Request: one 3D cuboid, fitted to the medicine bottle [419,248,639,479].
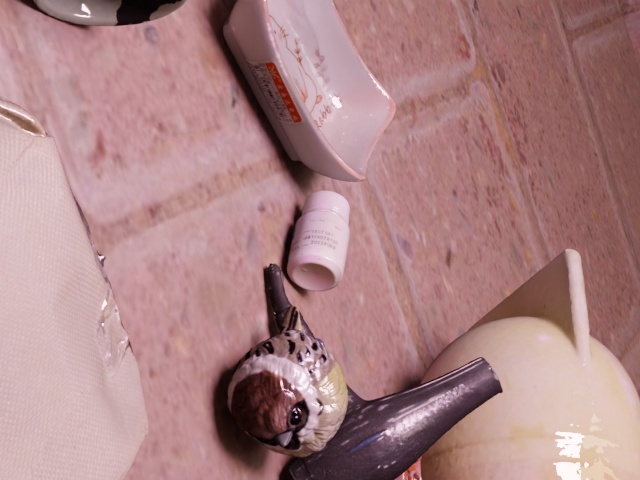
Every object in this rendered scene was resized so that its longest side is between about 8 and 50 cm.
[{"bbox_3d":[0.203,0.231,1.289,0.235,0.235,0.406,40,44,-48],"label":"medicine bottle"}]

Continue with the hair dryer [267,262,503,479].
[{"bbox_3d":[0.024,0.100,1.145,0.219,0.195,0.075,57,-8,16],"label":"hair dryer"}]

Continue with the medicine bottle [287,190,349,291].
[{"bbox_3d":[0.000,0.000,1.227,0.052,0.052,0.089,52,35,-37],"label":"medicine bottle"}]

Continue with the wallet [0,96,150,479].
[{"bbox_3d":[-0.207,0.064,0.792,0.275,0.068,0.335,-51,128,-54],"label":"wallet"}]

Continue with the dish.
[{"bbox_3d":[-0.018,-0.165,1.255,0.212,0.077,0.151,61,31,-25],"label":"dish"}]

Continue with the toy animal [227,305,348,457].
[{"bbox_3d":[-0.033,0.107,1.070,0.098,0.098,0.137,32,37,-53],"label":"toy animal"}]

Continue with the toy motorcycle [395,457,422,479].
[{"bbox_3d":[0.065,0.268,1.133,0.084,0.118,0.213,30,49,-38],"label":"toy motorcycle"}]

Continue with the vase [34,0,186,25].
[{"bbox_3d":[-0.167,-0.350,1.002,0.165,0.165,0.360,17,66,-59],"label":"vase"}]
